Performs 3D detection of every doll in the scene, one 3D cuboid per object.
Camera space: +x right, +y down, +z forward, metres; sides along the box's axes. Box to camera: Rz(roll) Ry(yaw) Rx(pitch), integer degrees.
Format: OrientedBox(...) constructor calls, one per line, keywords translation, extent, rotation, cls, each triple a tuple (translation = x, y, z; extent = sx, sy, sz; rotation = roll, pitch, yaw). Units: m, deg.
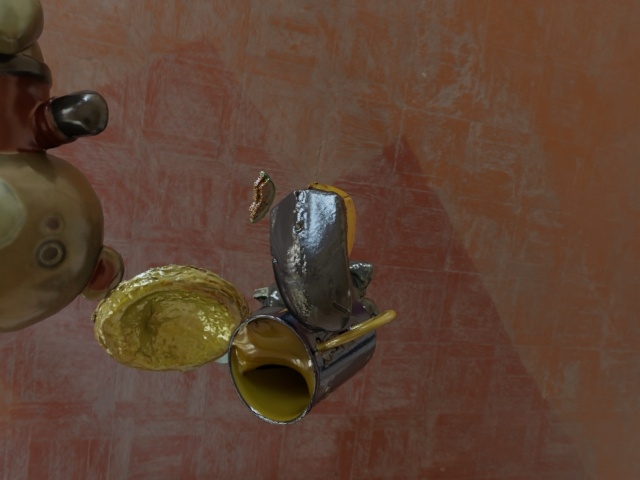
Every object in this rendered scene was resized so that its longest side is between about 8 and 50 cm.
OrientedBox(translation=(-0.008, 0.219, 1.445), extent=(0.382, 0.379, 0.252), rotation=(-12, 119, 15), cls="doll")
OrientedBox(translation=(-0.325, -0.074, 0.454), extent=(0.234, 0.174, 0.330), rotation=(-10, 104, -27), cls="doll")

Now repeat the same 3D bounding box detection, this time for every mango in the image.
OrientedBox(translation=(0.000, 0.000, 1.072), extent=(0.126, 0.153, 0.252), rotation=(-2, 107, -39), cls="mango")

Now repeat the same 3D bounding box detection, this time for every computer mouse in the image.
OrientedBox(translation=(-0.013, 0.030, 0.707), extent=(0.121, 0.073, 0.217), rotation=(-10, 82, 21), cls="computer mouse")

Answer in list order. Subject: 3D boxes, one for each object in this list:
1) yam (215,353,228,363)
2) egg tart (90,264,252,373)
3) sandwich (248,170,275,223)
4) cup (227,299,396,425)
OrientedBox(translation=(-0.277, 0.278, 1.373), extent=(0.106, 0.259, 0.106), rotation=(0, 87, -11), cls="yam")
OrientedBox(translation=(-0.301, 0.150, 1.002), extent=(0.314, 0.120, 0.315), rotation=(-9, 132, -10), cls="egg tart")
OrientedBox(translation=(-0.148, -0.111, 1.239), extent=(0.067, 0.029, 0.135), rotation=(-12, 124, -51), cls="sandwich")
OrientedBox(translation=(0.018, 0.197, 0.852), extent=(0.256, 0.254, 0.179), rotation=(-10, 100, -58), cls="cup")
